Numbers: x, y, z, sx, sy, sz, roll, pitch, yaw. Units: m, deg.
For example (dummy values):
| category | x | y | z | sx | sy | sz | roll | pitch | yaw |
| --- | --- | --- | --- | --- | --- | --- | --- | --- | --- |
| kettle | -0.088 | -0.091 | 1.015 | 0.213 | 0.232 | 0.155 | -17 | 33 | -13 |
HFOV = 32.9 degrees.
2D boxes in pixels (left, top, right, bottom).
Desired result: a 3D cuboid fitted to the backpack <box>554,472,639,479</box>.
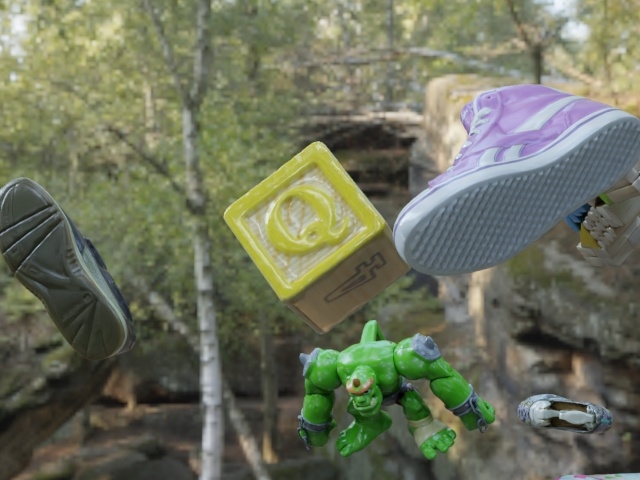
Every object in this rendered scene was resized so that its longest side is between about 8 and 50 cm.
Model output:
| category | x | y | z | sx | sy | sz | roll | pitch | yaw |
| --- | --- | --- | --- | --- | --- | --- | --- | --- | --- |
| backpack | 0.234 | 0.285 | 0.748 | 0.191 | 0.254 | 0.225 | -5 | -15 | -10 |

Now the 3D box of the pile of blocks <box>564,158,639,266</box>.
| category | x | y | z | sx | sy | sz | roll | pitch | yaw |
| --- | --- | --- | --- | --- | --- | --- | --- | --- | --- |
| pile of blocks | 0.441 | -0.086 | 1.646 | 0.149 | 0.112 | 0.362 | 40 | -14 | 22 |

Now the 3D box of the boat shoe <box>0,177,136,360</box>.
| category | x | y | z | sx | sy | sz | roll | pitch | yaw |
| --- | --- | --- | --- | --- | --- | --- | --- | --- | --- |
| boat shoe | -0.272 | 0.034 | 1.161 | 0.080 | 0.223 | 0.073 | -37 | -15 | 4 |

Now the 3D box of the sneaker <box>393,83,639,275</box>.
| category | x | y | z | sx | sy | sz | roll | pitch | yaw |
| --- | --- | --- | --- | --- | --- | --- | --- | --- | --- |
| sneaker | 0.159 | -0.068 | 1.059 | 0.282 | 0.102 | 0.161 | -25 | 40 | -24 |

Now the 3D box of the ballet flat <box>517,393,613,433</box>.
| category | x | y | z | sx | sy | sz | roll | pitch | yaw |
| --- | --- | --- | --- | --- | --- | --- | --- | --- | --- |
| ballet flat | 0.267 | 0.194 | 1.214 | 0.114 | 0.041 | 0.041 | 1 | -2 | 36 |

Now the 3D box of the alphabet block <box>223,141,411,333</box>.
| category | x | y | z | sx | sy | sz | roll | pitch | yaw |
| --- | --- | --- | --- | --- | --- | --- | --- | --- | --- |
| alphabet block | 0.000 | 0.000 | 1.670 | 0.193 | 0.192 | 0.197 | -39 | -27 | 1 |

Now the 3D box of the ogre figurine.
| category | x | y | z | sx | sy | sz | roll | pitch | yaw |
| --- | --- | --- | --- | --- | --- | --- | --- | --- | --- |
| ogre figurine | 0.058 | 0.149 | 1.063 | 0.197 | 0.118 | 0.097 | 1 | 36 | 39 |
